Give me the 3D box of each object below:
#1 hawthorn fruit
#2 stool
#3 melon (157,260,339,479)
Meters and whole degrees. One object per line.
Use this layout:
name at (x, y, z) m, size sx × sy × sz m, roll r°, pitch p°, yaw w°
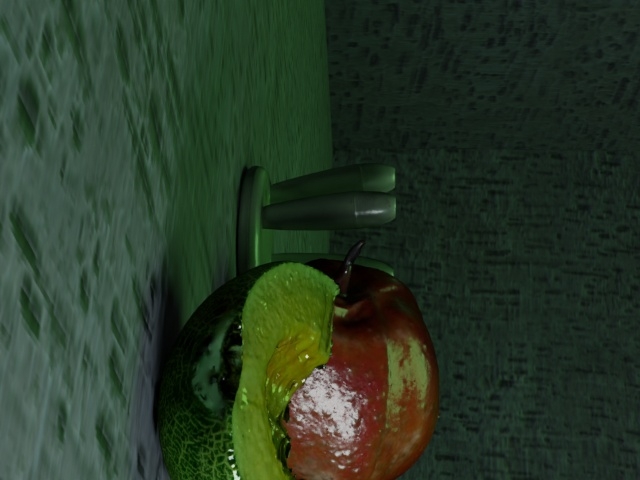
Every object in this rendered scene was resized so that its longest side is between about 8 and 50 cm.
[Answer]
hawthorn fruit at (0.020, 0.129, 1.259) m, size 0.254 × 0.254 × 0.300 m, roll -85°, pitch -170°, yaw -56°
stool at (0.000, 0.000, 1.480) m, size 0.195 × 0.199 × 0.195 m, roll -86°, pitch 175°, yaw -72°
melon at (-0.076, 0.129, 0.914) m, size 0.169 × 0.129 × 0.265 m, roll 47°, pitch 42°, yaw -53°
